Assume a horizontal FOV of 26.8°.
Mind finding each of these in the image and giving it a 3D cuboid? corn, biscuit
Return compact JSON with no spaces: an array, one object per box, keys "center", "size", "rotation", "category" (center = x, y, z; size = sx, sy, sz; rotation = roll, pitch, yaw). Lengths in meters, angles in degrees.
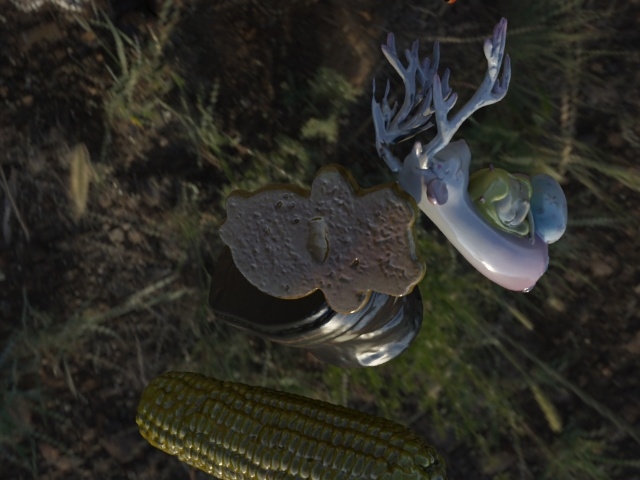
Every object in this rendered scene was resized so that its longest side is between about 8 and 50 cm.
[{"center":[-0.034,0.221,1.422],"size":[0.120,0.363,0.120],"rotation":[-35,130,-55],"category":"corn"},{"center":[0.000,0.000,1.438],"size":[0.225,0.036,0.166],"rotation":[-4,108,20],"category":"biscuit"}]

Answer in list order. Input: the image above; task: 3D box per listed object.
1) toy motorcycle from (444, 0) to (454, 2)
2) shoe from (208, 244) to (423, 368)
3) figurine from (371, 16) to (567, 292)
[{"center":[0.139,-0.334,1.316],"size":[0.089,0.298,0.171],"rotation":[4,119,21],"category":"toy motorcycle"},{"center":[0.028,0.070,1.687],"size":[0.237,0.384,0.171],"rotation":[18,78,-23],"category":"shoe"},{"center":[0.187,-0.117,1.783],"size":[0.316,0.206,0.284],"rotation":[31,73,-45],"category":"figurine"}]
